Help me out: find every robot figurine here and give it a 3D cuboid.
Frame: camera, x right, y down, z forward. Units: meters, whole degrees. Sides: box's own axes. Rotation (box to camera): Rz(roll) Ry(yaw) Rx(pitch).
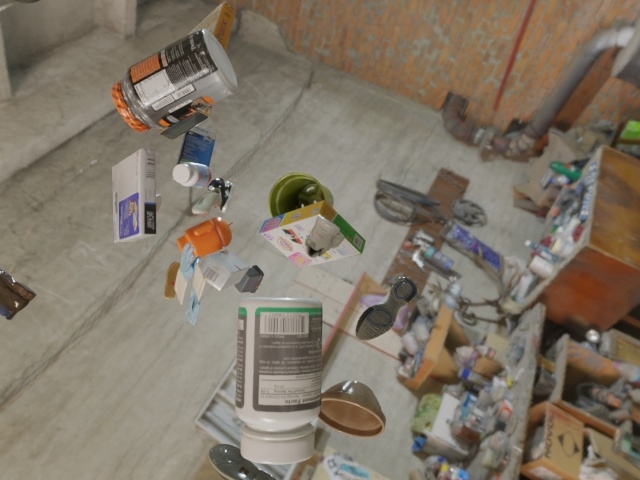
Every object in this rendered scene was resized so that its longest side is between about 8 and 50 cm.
[{"bbox_3d":[-0.432,-0.009,1.988,0.219,0.128,0.158,-26,-58,-17],"label":"robot figurine"}]

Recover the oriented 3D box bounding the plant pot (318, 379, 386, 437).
[{"bbox_3d":[0.104,0.531,1.691,0.237,0.237,0.109,105,-173,-48],"label":"plant pot"}]

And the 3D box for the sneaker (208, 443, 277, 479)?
[{"bbox_3d":[-0.203,0.618,1.326,0.083,0.222,0.118,-26,-49,-46],"label":"sneaker"}]

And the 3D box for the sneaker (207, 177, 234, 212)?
[{"bbox_3d":[-0.484,-0.218,2.472,0.079,0.121,0.217,-57,19,31],"label":"sneaker"}]

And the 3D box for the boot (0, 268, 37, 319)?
[{"bbox_3d":[-0.986,0.149,1.592,0.106,0.219,0.082,-57,-13,-16],"label":"boot"}]

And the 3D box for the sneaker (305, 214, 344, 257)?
[{"bbox_3d":[0.000,0.000,1.522,0.115,0.090,0.232,-54,-14,-2],"label":"sneaker"}]

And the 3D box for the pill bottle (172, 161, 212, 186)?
[{"bbox_3d":[-0.462,-0.236,1.879,0.087,0.087,0.160,-65,-11,10],"label":"pill bottle"}]

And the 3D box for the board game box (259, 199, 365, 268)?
[{"bbox_3d":[-0.033,-0.013,1.897,0.316,0.242,0.064,-15,43,42],"label":"board game box"}]

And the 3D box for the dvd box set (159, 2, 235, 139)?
[{"bbox_3d":[-0.439,-0.590,1.849,0.308,0.062,0.420,-11,65,50],"label":"dvd box set"}]

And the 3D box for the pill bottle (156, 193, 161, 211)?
[{"bbox_3d":[-0.703,-0.161,2.051,0.078,0.137,0.078,16,-90,-87],"label":"pill bottle"}]

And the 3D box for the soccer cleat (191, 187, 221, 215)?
[{"bbox_3d":[-0.441,-0.151,2.021,0.196,0.068,0.076,-51,-33,-66],"label":"soccer cleat"}]

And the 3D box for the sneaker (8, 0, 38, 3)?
[{"bbox_3d":[-0.738,-0.713,1.380,0.227,0.087,0.130,-31,-6,-21],"label":"sneaker"}]

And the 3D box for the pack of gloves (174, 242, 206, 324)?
[{"bbox_3d":[-0.392,0.134,1.627,0.046,0.195,0.232,-6,-45,-33],"label":"pack of gloves"}]

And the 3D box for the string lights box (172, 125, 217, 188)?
[{"bbox_3d":[-0.548,-0.372,2.283,0.077,0.133,0.259,-35,43,57],"label":"string lights box"}]

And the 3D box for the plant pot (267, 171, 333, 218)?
[{"bbox_3d":[-0.061,-0.170,2.358,0.276,0.276,0.254,-66,-14,14],"label":"plant pot"}]

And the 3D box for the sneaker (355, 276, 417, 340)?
[{"bbox_3d":[0.238,0.266,1.904,0.297,0.111,0.129,-39,-17,-23],"label":"sneaker"}]

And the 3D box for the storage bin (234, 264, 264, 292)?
[{"bbox_3d":[-0.344,0.196,2.503,0.091,0.098,0.135,-8,-44,-51],"label":"storage bin"}]

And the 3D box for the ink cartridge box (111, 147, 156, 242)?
[{"bbox_3d":[-0.676,-0.152,1.891,0.072,0.307,0.303,0,-95,-36],"label":"ink cartridge box"}]

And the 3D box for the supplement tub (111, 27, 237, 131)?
[{"bbox_3d":[-0.442,-0.474,1.584,0.338,0.207,0.207,-23,-3,12],"label":"supplement tub"}]

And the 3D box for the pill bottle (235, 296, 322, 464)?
[{"bbox_3d":[-0.098,0.315,1.230,0.204,0.204,0.361,38,-127,-80],"label":"pill bottle"}]

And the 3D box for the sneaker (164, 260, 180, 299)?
[{"bbox_3d":[-0.685,0.176,2.421,0.084,0.070,0.185,-135,62,-70],"label":"sneaker"}]

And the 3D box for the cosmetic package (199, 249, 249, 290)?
[{"bbox_3d":[-0.351,0.104,1.896,0.085,0.117,0.231,-54,-4,9],"label":"cosmetic package"}]
